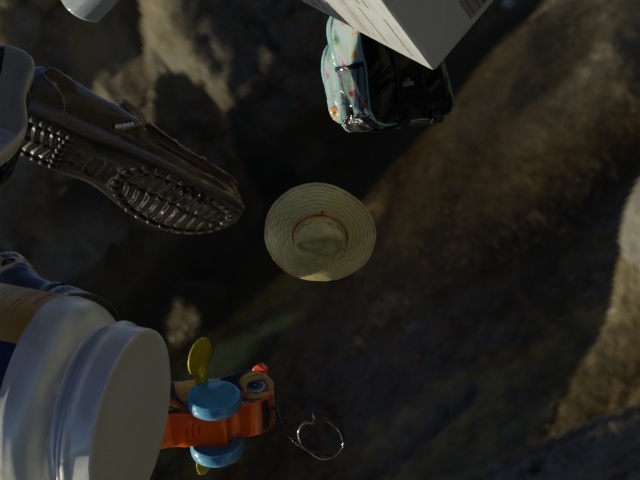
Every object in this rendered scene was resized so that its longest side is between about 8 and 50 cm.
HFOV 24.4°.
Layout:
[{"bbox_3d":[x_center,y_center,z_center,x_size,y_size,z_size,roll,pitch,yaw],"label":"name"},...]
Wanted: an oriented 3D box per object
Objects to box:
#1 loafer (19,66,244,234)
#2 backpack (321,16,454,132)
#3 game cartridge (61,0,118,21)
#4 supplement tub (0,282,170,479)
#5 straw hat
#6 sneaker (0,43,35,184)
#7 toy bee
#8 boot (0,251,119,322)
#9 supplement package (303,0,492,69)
[{"bbox_3d":[-0.254,-0.131,1.991,0.134,0.366,0.130,-32,38,45],"label":"loafer"},{"bbox_3d":[0.087,-0.251,2.070,0.166,0.188,0.144,-12,10,-35],"label":"backpack"},{"bbox_3d":[-0.320,-0.462,2.052,0.198,0.297,0.062,-36,-30,31],"label":"game cartridge"},{"bbox_3d":[-0.331,0.154,1.480,0.316,0.228,0.228,9,33,15],"label":"supplement tub"},{"bbox_3d":[0.000,0.000,1.873,0.144,0.144,0.061,-37,17,13],"label":"straw hat"},{"bbox_3d":[-0.314,-0.081,1.382,0.217,0.079,0.121,-83,8,-55],"label":"sneaker"},{"bbox_3d":[-0.124,0.229,1.968,0.162,0.298,0.195,-79,10,-63],"label":"toy bee"},{"bbox_3d":[-0.403,0.207,1.912,0.284,0.138,0.377,29,103,54],"label":"boot"},{"bbox_3d":[0.072,-0.373,1.759,0.199,0.198,0.263,-50,46,-5],"label":"supplement package"}]
